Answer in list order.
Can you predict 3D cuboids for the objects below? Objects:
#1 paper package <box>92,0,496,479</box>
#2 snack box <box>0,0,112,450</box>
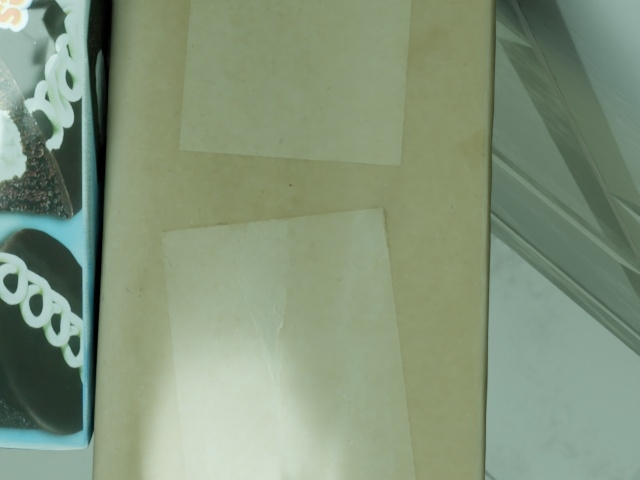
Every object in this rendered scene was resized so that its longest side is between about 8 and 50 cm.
[{"bbox_3d":[0.000,0.000,0.760,0.168,0.324,0.309,1,176,5],"label":"paper package"},{"bbox_3d":[-0.123,-0.090,0.682,0.060,0.322,0.187,1,-167,-4],"label":"snack box"}]
